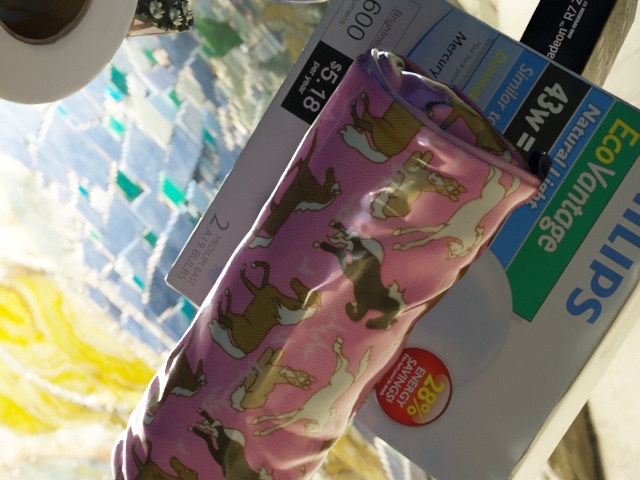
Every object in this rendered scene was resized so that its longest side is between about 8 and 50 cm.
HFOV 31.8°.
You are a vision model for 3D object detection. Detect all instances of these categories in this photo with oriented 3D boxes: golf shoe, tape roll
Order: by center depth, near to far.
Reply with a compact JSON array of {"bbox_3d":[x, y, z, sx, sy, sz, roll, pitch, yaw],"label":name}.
[{"bbox_3d":[-0.312,-0.262,1.054,0.169,0.246,0.246,18,54,33],"label":"tape roll"},{"bbox_3d":[-0.265,-0.299,1.408,0.120,0.105,0.273,-18,-2,29],"label":"golf shoe"}]

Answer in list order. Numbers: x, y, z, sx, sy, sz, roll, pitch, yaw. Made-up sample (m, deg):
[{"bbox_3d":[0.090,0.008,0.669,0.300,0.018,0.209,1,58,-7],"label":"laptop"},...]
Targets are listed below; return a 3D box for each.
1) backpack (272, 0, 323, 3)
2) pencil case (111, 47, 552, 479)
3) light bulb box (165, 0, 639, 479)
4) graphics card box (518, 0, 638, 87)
[{"bbox_3d":[-0.026,-0.387,1.191,0.213,0.276,0.263,168,105,-64],"label":"backpack"},{"bbox_3d":[-0.005,0.058,0.805,0.386,0.167,0.160,-56,31,16],"label":"pencil case"},{"bbox_3d":[0.120,-0.004,1.046,0.358,0.361,0.225,-59,-19,7],"label":"light bulb box"},{"bbox_3d":[0.292,-0.193,1.407,0.371,0.094,0.233,-62,-18,-10],"label":"graphics card box"}]
